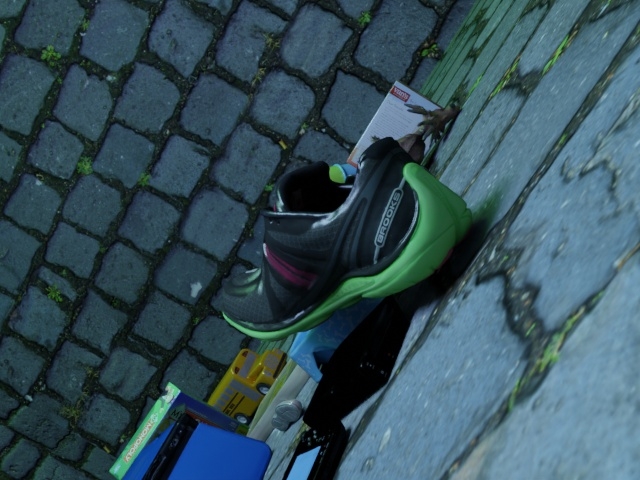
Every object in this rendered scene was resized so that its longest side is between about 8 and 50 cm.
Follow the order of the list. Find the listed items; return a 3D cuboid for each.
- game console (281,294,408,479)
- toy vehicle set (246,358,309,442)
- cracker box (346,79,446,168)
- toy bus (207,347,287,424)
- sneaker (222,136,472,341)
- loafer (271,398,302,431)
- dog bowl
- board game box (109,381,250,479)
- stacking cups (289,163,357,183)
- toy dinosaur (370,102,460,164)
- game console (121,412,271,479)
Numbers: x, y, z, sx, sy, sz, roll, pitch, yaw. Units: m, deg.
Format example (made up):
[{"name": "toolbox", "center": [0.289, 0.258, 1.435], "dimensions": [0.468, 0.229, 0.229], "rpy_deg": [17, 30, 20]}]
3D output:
[{"name": "game console", "center": [0.006, 0.243, 0.867], "dimensions": [0.361, 0.044, 0.213], "rpy_deg": [-62, 4, -39]}, {"name": "toy vehicle set", "center": [-0.077, 0.322, 1.509], "dimensions": [0.267, 0.035, 0.166], "rpy_deg": [-58, 3, 24]}, {"name": "cracker box", "center": [0.190, -0.253, 1.686], "dimensions": [0.232, 0.155, 0.067], "rpy_deg": [-57, 3, 19]}, {"name": "toy bus", "center": [-0.211, 0.410, 1.924], "dimensions": [0.333, 0.130, 0.108], "rpy_deg": [-56, 4, 42]}, {"name": "sneaker", "center": [0.000, 0.000, 0.972], "dimensions": [0.483, 0.202, 0.185], "rpy_deg": [-31, 5, 46]}, {"name": "loafer", "center": [-0.059, 0.313, 1.271], "dimensions": [0.039, 0.045, 0.125], "rpy_deg": [-53, -4, -37]}, {"name": "dog bowl", "center": [0.028, 0.141, 1.227], "dimensions": [0.166, 0.074, 0.297], "rpy_deg": [-61, 4, -36]}, {"name": "board game box", "center": [-0.290, 0.465, 1.526], "dimensions": [0.213, 0.046, 0.317], "rpy_deg": [-57, -40, -12]}, {"name": "stacking cups", "center": [0.077, -0.163, 1.767], "dimensions": [0.316, 0.096, 0.096], "rpy_deg": [-16, -14, -20]}, {"name": "toy dinosaur", "center": [0.187, -0.187, 1.506], "dimensions": [0.200, 0.127, 0.296], "rpy_deg": [-43, 20, 54]}, {"name": "game console", "center": [-0.259, 0.473, 1.228], "dimensions": [0.250, 0.173, 0.293], "rpy_deg": [-43, 10, 29]}]
